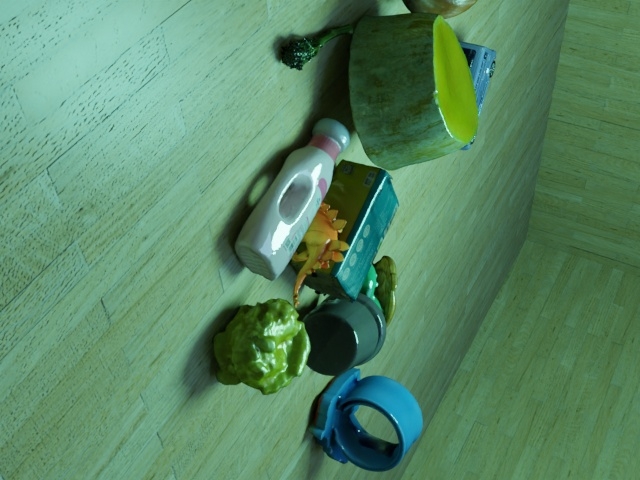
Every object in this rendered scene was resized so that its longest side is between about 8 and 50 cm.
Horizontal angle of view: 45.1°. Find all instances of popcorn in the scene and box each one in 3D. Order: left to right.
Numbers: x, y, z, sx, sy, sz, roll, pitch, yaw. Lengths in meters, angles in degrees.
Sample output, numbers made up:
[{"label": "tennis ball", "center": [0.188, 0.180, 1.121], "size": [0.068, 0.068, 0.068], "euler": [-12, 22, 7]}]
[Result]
[{"label": "popcorn", "center": [-0.115, 0.205, 1.504], "size": [0.197, 0.155, 0.197], "euler": [-11, 105, -47]}]

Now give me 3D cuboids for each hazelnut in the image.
[{"label": "hazelnut", "center": [0.249, -0.579, 1.653], "size": [0.214, 0.176, 0.214], "euler": [-1, 91, -32]}]

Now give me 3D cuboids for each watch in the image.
[{"label": "watch", "center": [0.130, 0.538, 2.161], "size": [0.241, 0.274, 0.305], "euler": [-38, 136, -53]}]

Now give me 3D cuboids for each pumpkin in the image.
[{"label": "pumpkin", "center": [0.208, -0.313, 1.602], "size": [0.332, 0.199, 0.332], "euler": [-4, 90, -67]}]

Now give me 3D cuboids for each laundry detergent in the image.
[{"label": "laundry detergent", "center": [-0.047, -0.092, 1.485], "size": [0.335, 0.088, 0.159], "euler": [-61, 155, -23]}]

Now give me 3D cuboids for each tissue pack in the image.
[{"label": "tissue pack", "center": [0.056, -0.020, 1.711], "size": [0.271, 0.134, 0.192], "euler": [-64, 156, -16]}]

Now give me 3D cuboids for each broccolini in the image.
[{"label": "broccolini", "center": [0.000, -0.363, 1.420], "size": [0.051, 0.054, 0.239], "euler": [-42, 180, 38]}]

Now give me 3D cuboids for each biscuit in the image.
[{"label": "biscuit", "center": [0.160, 0.153, 2.083], "size": [0.260, 0.041, 0.203], "euler": [120, -30, -62]}]

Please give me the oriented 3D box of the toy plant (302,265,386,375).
[{"label": "toy plant", "center": [0.074, 0.199, 1.889], "size": [0.400, 0.185, 0.279], "euler": [-19, 105, -72]}]

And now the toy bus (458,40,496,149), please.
[{"label": "toy bus", "center": [0.391, -0.405, 2.166], "size": [0.133, 0.125, 0.292], "euler": [-6, 113, -64]}]

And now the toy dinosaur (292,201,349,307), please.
[{"label": "toy dinosaur", "center": [0.000, 0.000, 1.564], "size": [0.070, 0.117, 0.288], "euler": [75, 17, -61]}]
